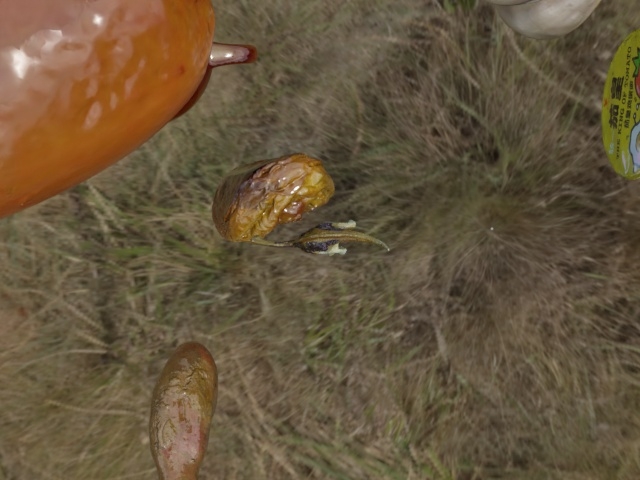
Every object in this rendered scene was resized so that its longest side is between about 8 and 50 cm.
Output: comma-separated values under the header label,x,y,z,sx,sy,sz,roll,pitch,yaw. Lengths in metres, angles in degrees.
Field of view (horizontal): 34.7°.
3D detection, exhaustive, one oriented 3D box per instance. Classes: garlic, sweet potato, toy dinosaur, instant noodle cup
label,x,y,z,sx,sy,sz,roll,pitch,yaw
garlic,0.307,-0.440,1.520,0.231,0.340,0.246,19,114,-16
sweet potato,-0.210,0.309,1.554,0.109,0.109,0.385,-11,50,9
toy dinosaur,0.009,-0.001,1.059,0.180,0.058,0.037,-9,92,39
instant noodle cup,0.448,-0.162,1.252,0.144,0.182,0.182,2,91,-9

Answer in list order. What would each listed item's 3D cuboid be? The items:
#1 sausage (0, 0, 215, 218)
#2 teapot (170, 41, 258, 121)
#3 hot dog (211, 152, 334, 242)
label,x,y,z,sx,sy,sz,roll,pitch,yaw
sausage,-0.169,-0.070,0.482,0.258,0.133,0.133,-27,86,-21
teapot,-0.208,-0.240,1.327,0.252,0.135,0.178,-3,103,-7
hot dog,-0.072,-0.064,1.403,0.160,0.227,0.099,-24,102,-12
